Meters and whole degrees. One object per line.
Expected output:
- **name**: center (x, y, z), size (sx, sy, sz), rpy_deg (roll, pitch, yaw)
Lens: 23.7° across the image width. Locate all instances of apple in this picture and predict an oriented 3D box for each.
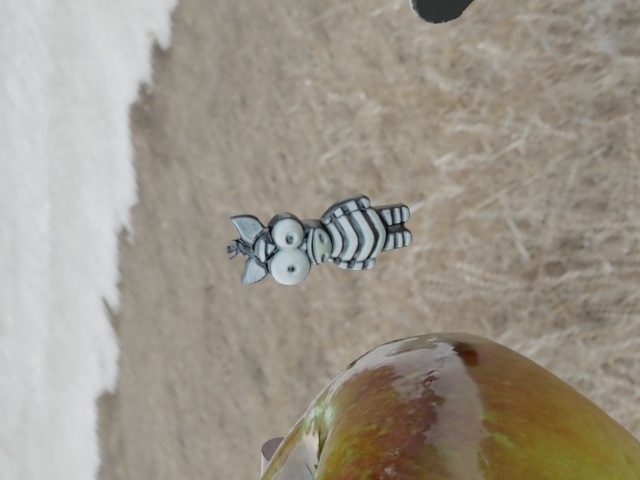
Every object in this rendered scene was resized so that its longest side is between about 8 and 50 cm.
- **apple**: center (0.107, 0.256, 1.047), size (0.384, 0.374, 0.374), rpy_deg (-70, -41, -70)

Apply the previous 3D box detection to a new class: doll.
- **doll**: center (0.000, 0.000, 1.753), size (0.067, 0.219, 0.091), rpy_deg (-130, 33, -68)

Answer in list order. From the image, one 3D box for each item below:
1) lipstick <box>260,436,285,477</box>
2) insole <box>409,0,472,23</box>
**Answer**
- **lipstick**: center (-0.058, 0.411, 2.020), size (0.057, 0.057, 0.357), rpy_deg (35, 136, 38)
- **insole**: center (0.144, -0.366, 1.493), size (0.012, 0.110, 0.310), rpy_deg (-150, 65, -63)
